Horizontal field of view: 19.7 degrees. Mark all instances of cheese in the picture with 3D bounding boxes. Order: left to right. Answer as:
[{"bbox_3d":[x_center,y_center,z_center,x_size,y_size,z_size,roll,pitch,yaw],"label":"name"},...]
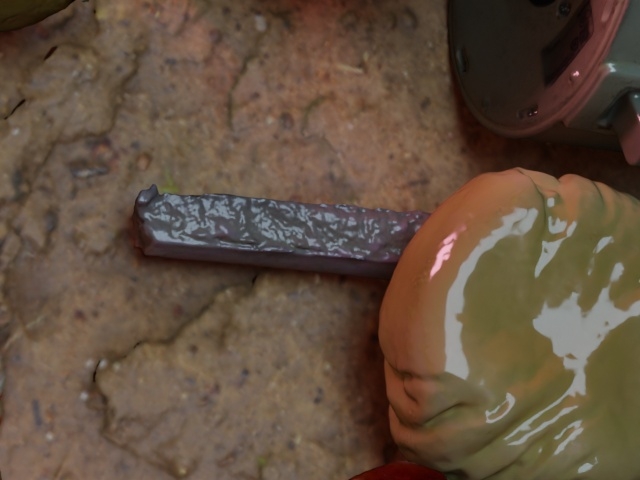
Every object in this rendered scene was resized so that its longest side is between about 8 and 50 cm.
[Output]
[{"bbox_3d":[0.141,0.064,1.215,0.214,0.117,0.226,21,77,-24],"label":"cheese"}]

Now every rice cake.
[{"bbox_3d":[0.000,-0.001,1.233,0.269,0.055,0.049,6,81,-24],"label":"rice cake"}]

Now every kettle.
[{"bbox_3d":[0.323,-0.127,1.305,0.376,0.250,0.361,9,47,-25],"label":"kettle"}]

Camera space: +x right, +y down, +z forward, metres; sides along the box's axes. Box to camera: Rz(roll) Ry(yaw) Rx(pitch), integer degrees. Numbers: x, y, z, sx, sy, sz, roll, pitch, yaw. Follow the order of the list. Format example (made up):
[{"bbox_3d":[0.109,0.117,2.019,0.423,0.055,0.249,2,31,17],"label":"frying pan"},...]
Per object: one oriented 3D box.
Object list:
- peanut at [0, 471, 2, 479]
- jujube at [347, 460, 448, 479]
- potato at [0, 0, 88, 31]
[{"bbox_3d":[-0.274,0.170,1.017,0.226,0.095,0.108,-31,102,-35],"label":"peanut"},{"bbox_3d":[0.080,0.263,1.116,0.190,0.190,0.255,-16,62,-29],"label":"jujube"},{"bbox_3d":[-0.264,-0.252,1.133,0.307,0.173,0.210,19,66,-21],"label":"potato"}]
